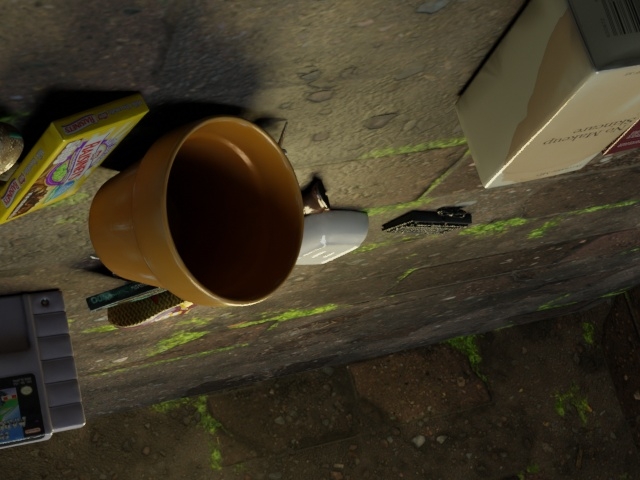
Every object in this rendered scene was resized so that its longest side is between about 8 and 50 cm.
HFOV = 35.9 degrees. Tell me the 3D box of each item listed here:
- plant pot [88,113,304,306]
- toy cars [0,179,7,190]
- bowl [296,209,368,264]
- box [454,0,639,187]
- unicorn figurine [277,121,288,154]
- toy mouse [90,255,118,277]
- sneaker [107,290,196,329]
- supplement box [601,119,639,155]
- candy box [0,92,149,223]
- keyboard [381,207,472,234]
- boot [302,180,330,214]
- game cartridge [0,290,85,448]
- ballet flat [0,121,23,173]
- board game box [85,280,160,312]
[{"bbox_3d":[-0.155,-0.024,1.112,0.188,0.205,0.205,-8,174,42],"label":"plant pot"},{"bbox_3d":[-0.524,0.024,1.090,0.394,0.087,0.176,-14,165,-5],"label":"toy cars"},{"bbox_3d":[0.000,0.000,1.606,0.142,0.053,0.142,-25,164,37],"label":"bowl"},{"bbox_3d":[0.273,-0.176,1.080,0.148,0.121,0.311,-12,165,-13],"label":"box"},{"bbox_3d":[-0.081,-0.077,1.215,0.162,0.060,0.111,-20,165,19],"label":"unicorn figurine"},{"bbox_3d":[-0.276,0.032,1.485,0.143,0.031,0.161,-3,162,-39],"label":"toy mouse"},{"bbox_3d":[-0.277,0.113,1.715,0.186,0.069,0.084,-18,160,15],"label":"sneaker"},{"bbox_3d":[0.460,-0.196,1.292,0.130,0.073,0.239,-12,164,-10],"label":"supplement box"},{"bbox_3d":[-0.262,-0.081,1.015,0.105,0.027,0.206,-32,179,-41],"label":"candy box"},{"bbox_3d":[0.201,-0.031,1.753,0.108,0.023,0.180,-27,162,39],"label":"keyboard"},{"bbox_3d":[-0.046,-0.048,1.418,0.114,0.037,0.106,-11,164,4],"label":"boot"},{"bbox_3d":[-0.540,0.205,1.473,0.355,0.230,0.068,-6,163,-34],"label":"game cartridge"},{"bbox_3d":[-0.369,-0.062,0.972,0.206,0.073,0.067,-19,180,27],"label":"ballet flat"},{"bbox_3d":[-0.273,0.073,1.574,0.126,0.026,0.186,-19,178,16],"label":"board game box"}]
